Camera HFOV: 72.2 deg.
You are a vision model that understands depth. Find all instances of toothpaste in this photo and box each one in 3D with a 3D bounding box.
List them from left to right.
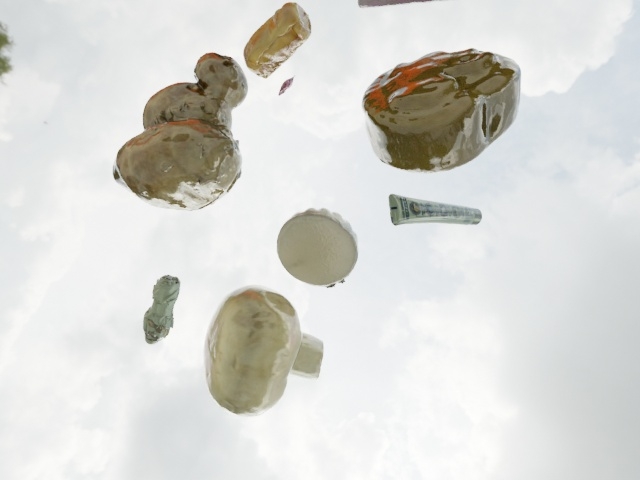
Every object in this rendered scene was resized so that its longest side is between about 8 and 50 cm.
[{"bbox_3d":[0.229,-0.054,0.866,0.039,0.239,0.062,-22,-109,55],"label":"toothpaste"}]

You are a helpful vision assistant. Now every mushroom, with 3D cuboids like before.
[{"bbox_3d":[-0.164,0.302,1.204,0.353,0.325,0.353,0,-116,0],"label":"mushroom"}]

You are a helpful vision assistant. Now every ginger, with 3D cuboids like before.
[{"bbox_3d":[-0.229,-0.186,0.755,0.244,0.155,0.304,-18,-127,30],"label":"ginger"}]

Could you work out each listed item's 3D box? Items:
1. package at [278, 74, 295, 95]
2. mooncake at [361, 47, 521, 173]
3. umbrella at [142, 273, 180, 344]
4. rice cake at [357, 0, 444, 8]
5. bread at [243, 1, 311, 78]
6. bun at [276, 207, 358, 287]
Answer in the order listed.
[{"bbox_3d":[-0.125,-0.572,1.618,0.029,0.059,0.083,40,-48,-3],"label":"package"},{"bbox_3d":[0.167,-0.208,0.666,0.234,0.117,0.235,-12,-140,10],"label":"mooncake"},{"bbox_3d":[-0.300,0.133,0.819,0.067,0.062,0.144,34,-69,32],"label":"umbrella"},{"bbox_3d":[0.211,-0.386,0.635,0.364,0.073,0.056,0,-132,7],"label":"rice cake"},{"bbox_3d":[-0.169,-0.770,1.696,0.294,0.132,0.167,-30,-131,35],"label":"bread"},{"bbox_3d":[0.000,0.000,1.396,0.263,0.263,0.175,-26,-159,22],"label":"bun"}]
